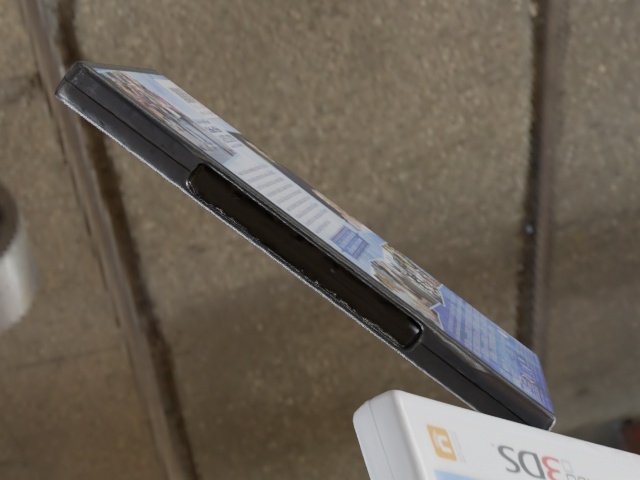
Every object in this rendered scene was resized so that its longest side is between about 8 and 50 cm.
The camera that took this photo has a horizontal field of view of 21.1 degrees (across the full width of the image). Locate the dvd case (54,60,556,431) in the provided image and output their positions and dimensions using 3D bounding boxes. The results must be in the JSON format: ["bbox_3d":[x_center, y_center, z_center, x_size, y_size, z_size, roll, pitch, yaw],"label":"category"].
[{"bbox_3d":[0.000,0.000,0.799,0.022,0.253,0.180,-53,179,7],"label":"dvd case"}]

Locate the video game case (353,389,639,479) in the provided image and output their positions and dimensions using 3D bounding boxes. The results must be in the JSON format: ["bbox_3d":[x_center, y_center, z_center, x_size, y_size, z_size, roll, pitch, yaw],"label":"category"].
[{"bbox_3d":[0.107,0.161,0.587,0.023,0.212,0.193,-36,145,29],"label":"video game case"}]
